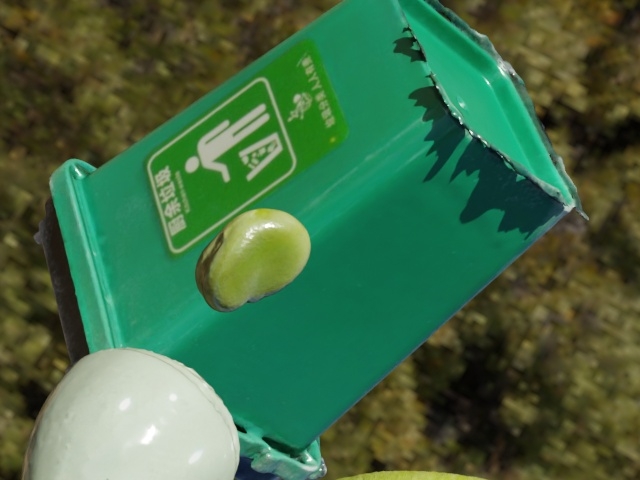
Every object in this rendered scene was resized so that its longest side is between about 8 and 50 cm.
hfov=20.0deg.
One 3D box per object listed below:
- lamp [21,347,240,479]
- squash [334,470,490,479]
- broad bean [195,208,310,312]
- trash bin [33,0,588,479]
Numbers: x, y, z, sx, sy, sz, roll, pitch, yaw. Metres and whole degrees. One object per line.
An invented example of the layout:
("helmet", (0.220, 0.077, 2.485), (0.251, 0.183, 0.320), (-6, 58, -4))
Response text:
("lamp", (-0.116, 0.126, 0.898), (0.193, 0.106, 0.106), (-44, 152, -50))
("squash", (0.087, 0.235, 1.150), (0.252, 0.252, 0.049), (89, 12, -47))
("broad bean", (-0.045, 0.012, 1.198), (0.083, 0.045, 0.063), (-31, 119, -13))
("trash bin", (0.000, 0.000, 1.448), (0.381, 0.259, 0.295), (-37, 137, 20))
